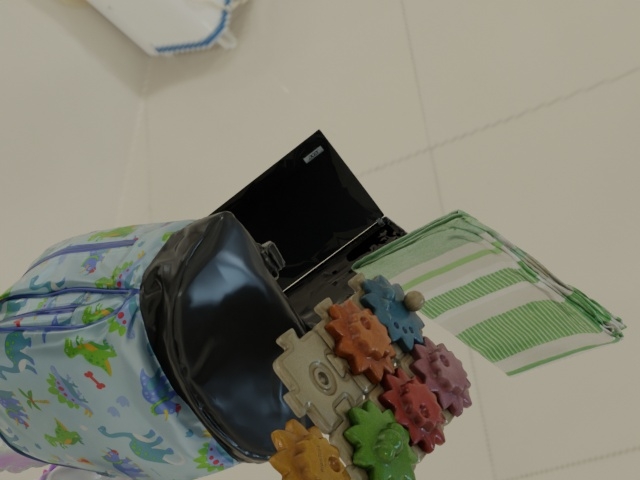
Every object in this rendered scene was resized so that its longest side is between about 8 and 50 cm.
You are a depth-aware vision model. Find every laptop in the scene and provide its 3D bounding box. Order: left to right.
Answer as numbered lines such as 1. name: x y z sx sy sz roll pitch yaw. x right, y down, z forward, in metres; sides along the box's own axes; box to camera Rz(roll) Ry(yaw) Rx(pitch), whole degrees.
1. laptop: 0.000 0.000 1.606 0.234 0.264 0.137 -36 56 15

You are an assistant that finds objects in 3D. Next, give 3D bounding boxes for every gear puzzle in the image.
1. gear puzzle: 0.044 0.133 0.951 0.044 0.339 0.175 -38 88 31

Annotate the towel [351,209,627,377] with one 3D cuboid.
1. towel: 0.239 0.086 1.520 0.248 0.324 0.038 -30 34 50

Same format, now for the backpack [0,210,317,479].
1. backpack: -0.207 0.117 1.129 0.355 0.290 0.273 13 50 44

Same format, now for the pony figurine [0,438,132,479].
1. pony figurine: -0.363 0.360 1.589 0.350 0.303 0.364 -22 64 -2
